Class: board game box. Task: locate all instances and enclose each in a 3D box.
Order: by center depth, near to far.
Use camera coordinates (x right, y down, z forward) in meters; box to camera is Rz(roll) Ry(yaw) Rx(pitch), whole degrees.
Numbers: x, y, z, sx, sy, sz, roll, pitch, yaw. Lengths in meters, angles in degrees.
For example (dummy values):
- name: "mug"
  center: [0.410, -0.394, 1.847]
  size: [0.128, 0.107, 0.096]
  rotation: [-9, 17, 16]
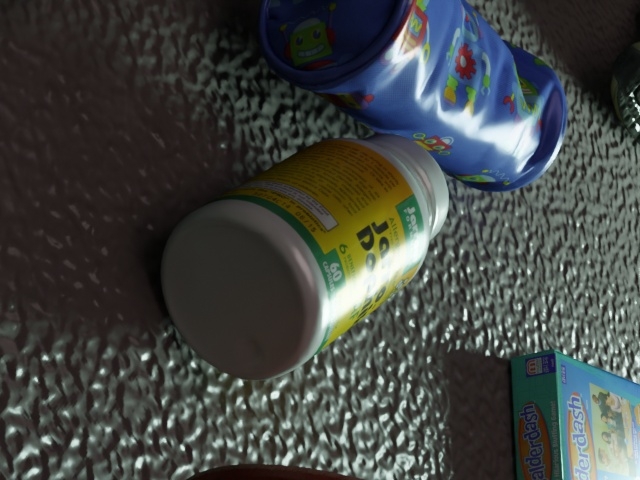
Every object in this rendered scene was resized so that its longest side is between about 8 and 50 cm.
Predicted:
- name: "board game box"
  center: [0.241, 0.194, 1.265]
  size: [0.210, 0.047, 0.160]
  rotation: [24, 60, -46]

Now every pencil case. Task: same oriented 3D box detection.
- name: "pencil case"
  center: [0.076, -0.131, 1.081]
  size: [0.306, 0.119, 0.133]
  rotation: [25, 72, -56]

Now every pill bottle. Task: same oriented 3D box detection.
- name: "pill bottle"
  center: [0.000, 0.000, 0.968]
  size: [0.208, 0.118, 0.117]
  rotation: [-33, 103, -53]

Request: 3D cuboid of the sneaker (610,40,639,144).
- name: "sneaker"
  center: [0.397, -0.208, 1.588]
  size: [0.410, 0.158, 0.182]
  rotation: [-11, 55, -52]

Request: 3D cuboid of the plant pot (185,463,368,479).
- name: "plant pot"
  center: [0.000, 0.299, 0.757]
  size: [0.272, 0.272, 0.265]
  rotation: [45, 53, -33]
